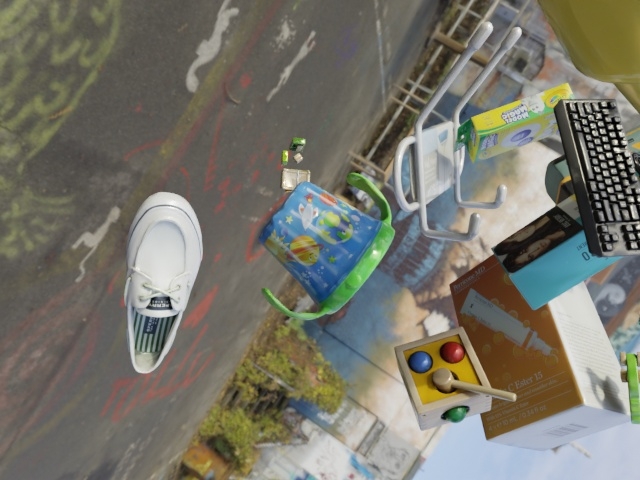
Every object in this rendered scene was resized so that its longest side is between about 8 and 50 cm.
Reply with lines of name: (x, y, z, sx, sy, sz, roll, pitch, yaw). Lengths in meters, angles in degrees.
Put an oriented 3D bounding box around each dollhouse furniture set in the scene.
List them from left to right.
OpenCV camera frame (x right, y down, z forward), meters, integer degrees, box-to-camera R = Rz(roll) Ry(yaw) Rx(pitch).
dollhouse furniture set: (-0.068, -0.191, 1.410, 0.058, 0.076, 0.152, 133, -40, -73)

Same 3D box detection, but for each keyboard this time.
keyboard: (0.317, -0.070, 0.569, 0.023, 0.108, 0.180, 130, -43, -68)

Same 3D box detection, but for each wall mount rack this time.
wall mount rack: (0.231, -0.175, 0.851, 0.350, 0.130, 0.304, -31, 121, -56)

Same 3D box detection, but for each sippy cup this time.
sippy cup: (0.000, 0.000, 1.133, 0.240, 0.224, 0.305, -50, -176, 36)

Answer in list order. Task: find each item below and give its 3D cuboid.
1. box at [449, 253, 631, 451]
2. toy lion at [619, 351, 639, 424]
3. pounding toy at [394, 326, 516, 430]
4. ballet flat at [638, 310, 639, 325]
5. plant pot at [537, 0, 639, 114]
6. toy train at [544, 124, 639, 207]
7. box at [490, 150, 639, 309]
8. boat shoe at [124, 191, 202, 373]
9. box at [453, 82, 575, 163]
box: (0.417, 0.200, 1.045, 0.215, 0.168, 0.345, -45, -143, 40)
toy lion: (0.502, 0.240, 0.855, 0.100, 0.034, 0.096, 57, 39, -42)
pounding toy: (0.192, 0.206, 0.780, 0.130, 0.141, 0.100, -17, 139, 1)
ballet flat: (0.724, 0.247, 0.908, 0.400, 0.139, 0.139, -109, -146, -41)
plant pot: (0.308, -0.150, 0.347, 0.254, 0.239, 0.254, -34, -158, 16)
toy train: (0.550, -0.111, 0.892, 0.333, 0.190, 0.142, -27, 149, 4)
box: (0.340, -0.021, 0.657, 0.244, 0.060, 0.100, -36, -167, 15)
boat shoe: (-0.179, 0.058, 0.608, 0.076, 0.083, 0.226, -110, -152, -51)
box: (0.306, -0.182, 0.859, 0.179, 0.043, 0.105, -18, 163, 6)
